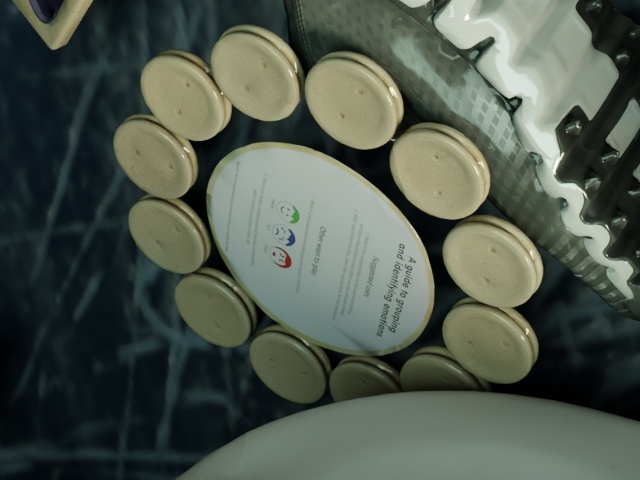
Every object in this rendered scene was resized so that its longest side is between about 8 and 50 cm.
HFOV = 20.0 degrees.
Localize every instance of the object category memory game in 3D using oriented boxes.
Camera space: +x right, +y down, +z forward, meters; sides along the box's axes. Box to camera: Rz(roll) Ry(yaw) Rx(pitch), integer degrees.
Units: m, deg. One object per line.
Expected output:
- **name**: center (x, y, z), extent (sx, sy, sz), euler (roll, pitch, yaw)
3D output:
- **memory game**: center (0.000, 0.000, 0.677), extent (0.186, 0.012, 0.186), euler (22, 136, 22)

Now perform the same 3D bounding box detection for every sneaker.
- **sneaker**: center (0.051, -0.062, 0.652), extent (0.234, 0.078, 0.106), euler (50, 146, -15)

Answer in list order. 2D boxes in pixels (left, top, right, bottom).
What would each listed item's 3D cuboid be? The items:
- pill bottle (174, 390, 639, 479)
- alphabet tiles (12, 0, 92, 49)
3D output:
- **pill bottle**: center (0.051, 0.272, 0.644), extent (0.224, 0.224, 0.392), euler (6, 115, 20)
- **alphabet tiles**: center (-0.175, -0.234, 0.634), extent (0.342, 0.011, 0.285), euler (52, 153, 1)
